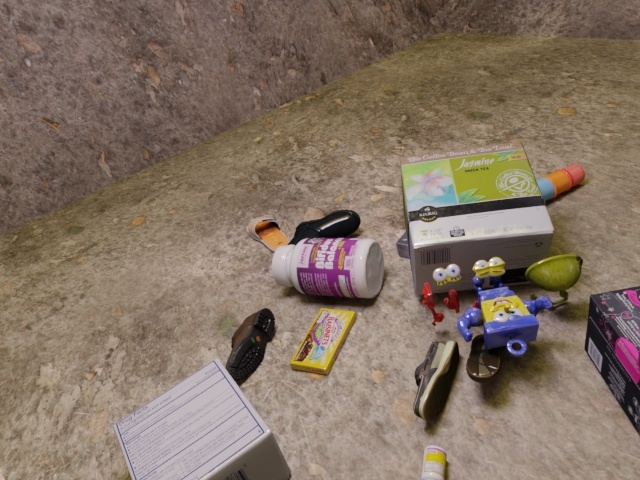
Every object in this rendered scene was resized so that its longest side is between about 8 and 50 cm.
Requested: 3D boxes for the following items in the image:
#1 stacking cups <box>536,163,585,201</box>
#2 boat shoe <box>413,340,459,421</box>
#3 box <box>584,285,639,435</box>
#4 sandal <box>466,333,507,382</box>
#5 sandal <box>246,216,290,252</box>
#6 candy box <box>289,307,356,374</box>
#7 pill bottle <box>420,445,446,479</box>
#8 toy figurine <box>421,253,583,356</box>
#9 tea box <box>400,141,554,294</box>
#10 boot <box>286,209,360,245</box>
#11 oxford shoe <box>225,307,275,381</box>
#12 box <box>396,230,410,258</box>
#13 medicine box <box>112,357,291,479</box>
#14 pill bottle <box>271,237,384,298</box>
[{"bbox_3d":[0.670,-0.154,1.608,0.316,0.096,0.096,-25,32,-16],"label":"stacking cups"},{"bbox_3d":[0.241,0.300,1.130,0.073,0.080,0.223,-2,29,34],"label":"boat shoe"},{"bbox_3d":[0.621,0.225,0.967,0.141,0.164,0.247,-10,32,5],"label":"box"},{"bbox_3d":[0.371,0.258,1.129,0.089,0.060,0.219,-2,16,27],"label":"sandal"},{"bbox_3d":[-0.188,-0.041,1.869,0.101,0.076,0.265,-30,34,-20],"label":"sandal"},{"bbox_3d":[0.010,0.258,1.353,0.105,0.027,0.206,4,38,26],"label":"candy box"},{"bbox_3d":[0.210,0.430,0.968,0.043,0.044,0.083,-4,35,22],"label":"pill bottle"},{"bbox_3d":[0.423,0.174,1.132,0.362,0.191,0.217,-9,37,3],"label":"toy figurine"},{"bbox_3d":[0.390,-0.059,1.372,0.328,0.220,0.324,-7,50,7],"label":"tea box"},{"bbox_3d":[0.000,0.000,1.690,0.246,0.094,0.207,-11,28,23],"label":"boot"},{"bbox_3d":[-0.201,0.285,1.386,0.096,0.083,0.227,-21,25,34],"label":"oxford shoe"},{"bbox_3d":[0.366,-0.024,1.583,0.182,0.056,0.231,11,42,38],"label":"box"},{"bbox_3d":[-0.253,0.436,1.090,0.263,0.149,0.289,-31,33,-20],"label":"medicine box"},{"bbox_3d":[0.018,0.076,1.497,0.301,0.169,0.169,0,36,27],"label":"pill bottle"}]
